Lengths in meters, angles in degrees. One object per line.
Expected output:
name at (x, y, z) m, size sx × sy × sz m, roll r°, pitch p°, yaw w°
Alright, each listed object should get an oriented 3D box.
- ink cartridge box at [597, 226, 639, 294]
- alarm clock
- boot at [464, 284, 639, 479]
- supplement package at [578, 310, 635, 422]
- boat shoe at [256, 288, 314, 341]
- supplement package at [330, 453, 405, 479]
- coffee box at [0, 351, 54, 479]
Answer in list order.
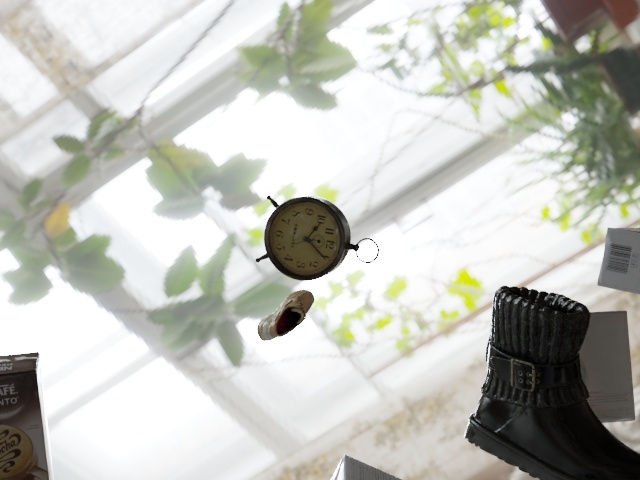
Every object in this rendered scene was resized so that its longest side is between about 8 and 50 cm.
ink cartridge box at (0.773, 0.055, 2.517) m, size 0.309 × 0.272 × 0.130 m, roll -2°, pitch -77°, yaw -63°
alarm clock at (0.000, 0.000, 1.811) m, size 0.064 × 0.192 × 0.129 m, roll -11°, pitch -67°, yaw -71°
boot at (0.375, 0.227, 1.733) m, size 0.348 × 0.260 × 0.131 m, roll 21°, pitch -169°, yaw 36°
supplement package at (0.443, 0.207, 1.930) m, size 0.105 × 0.105 × 0.179 m, roll 155°, pitch 112°, yaw -78°
boat shoe at (-0.059, 0.156, 2.438) m, size 0.170 × 0.059 × 0.063 m, roll -41°, pitch -65°, yaw -40°
supplement package at (0.142, 0.589, 2.340) m, size 0.293 × 0.175 × 0.177 m, roll 25°, pitch -165°, yaw -5°
coffee box at (-0.598, 0.371, 2.204) m, size 0.119 × 0.168 × 0.297 m, roll -127°, pitch 32°, yaw -73°
